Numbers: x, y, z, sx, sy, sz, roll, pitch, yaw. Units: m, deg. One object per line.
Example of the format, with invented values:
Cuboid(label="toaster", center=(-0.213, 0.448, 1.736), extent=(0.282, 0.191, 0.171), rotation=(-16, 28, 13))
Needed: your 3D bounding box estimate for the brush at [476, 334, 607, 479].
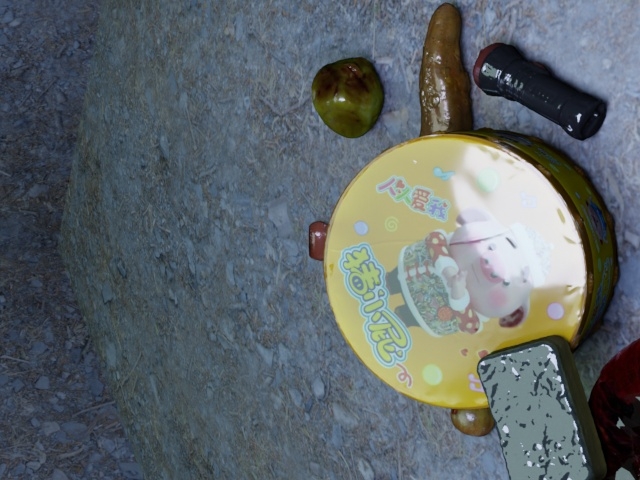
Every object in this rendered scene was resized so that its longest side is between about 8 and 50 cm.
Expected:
Cuboid(label="brush", center=(0.292, 0.234, 1.139), extent=(0.123, 0.059, 0.197), rotation=(-23, 77, 36))

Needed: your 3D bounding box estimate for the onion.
Cuboid(label="onion", center=(0.486, 0.259, 1.095), extent=(0.313, 0.232, 0.314), rotation=(9, 103, 40))

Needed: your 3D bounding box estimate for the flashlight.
Cuboid(label="flashlight", center=(0.344, -0.236, 1.339), extent=(0.232, 0.093, 0.093), rotation=(40, 130, 42))

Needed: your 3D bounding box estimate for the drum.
Cuboid(label="drum", center=(0.227, 0.034, 1.313), extent=(0.431, 0.214, 0.431), rotation=(5, 101, 28))

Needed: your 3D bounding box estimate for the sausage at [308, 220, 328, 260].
Cuboid(label="sausage", center=(0.001, 0.000, 1.966), extent=(0.059, 0.054, 0.094), rotation=(-80, -9, -74))

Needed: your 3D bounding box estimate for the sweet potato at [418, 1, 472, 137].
Cuboid(label="sweet potato", center=(0.222, -0.239, 1.519), extent=(0.106, 0.095, 0.355), rotation=(-81, -11, -70))

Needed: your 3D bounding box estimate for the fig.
Cuboid(label="fig", center=(0.058, -0.283, 1.728), extent=(0.154, 0.144, 0.166), rotation=(-88, -15, -58))

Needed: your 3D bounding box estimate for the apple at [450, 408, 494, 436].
Cuboid(label="apple", center=(0.283, 0.323, 1.581), extent=(0.084, 0.084, 0.071), rotation=(24, 101, 53))
